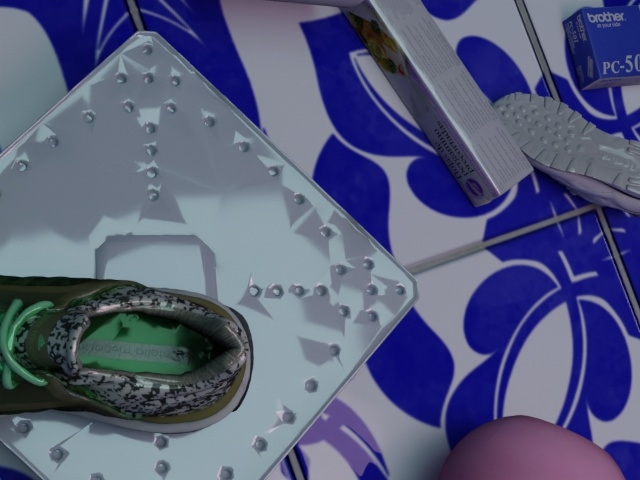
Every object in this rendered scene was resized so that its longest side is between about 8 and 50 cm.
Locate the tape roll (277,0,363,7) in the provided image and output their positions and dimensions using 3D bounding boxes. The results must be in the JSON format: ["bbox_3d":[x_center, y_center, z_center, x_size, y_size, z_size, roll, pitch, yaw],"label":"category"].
[{"bbox_3d":[-0.034,-0.376,1.235,0.169,0.246,0.246,1,77,-23],"label":"tape roll"}]

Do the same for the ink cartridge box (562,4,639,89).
[{"bbox_3d":[0.421,-0.255,1.519,0.207,0.046,0.097,-9,80,-25],"label":"ink cartridge box"}]

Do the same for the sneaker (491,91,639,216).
[{"bbox_3d":[0.305,-0.096,1.413,0.235,0.095,0.090,29,71,6],"label":"sneaker"}]

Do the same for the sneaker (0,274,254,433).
[{"bbox_3d":[-0.240,0.080,0.962,0.410,0.182,0.158,0,76,-16],"label":"sneaker"}]

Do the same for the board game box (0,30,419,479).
[{"bbox_3d":[-0.161,0.054,1.119,0.390,0.050,0.390,44,68,-2],"label":"board game box"}]

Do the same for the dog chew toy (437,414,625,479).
[{"bbox_3d":[0.185,0.352,1.191,0.206,0.206,0.332,30,76,-15],"label":"dog chew toy"}]

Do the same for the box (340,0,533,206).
[{"bbox_3d":[0.126,-0.192,1.363,0.067,0.063,0.324,-37,94,-25],"label":"box"}]
